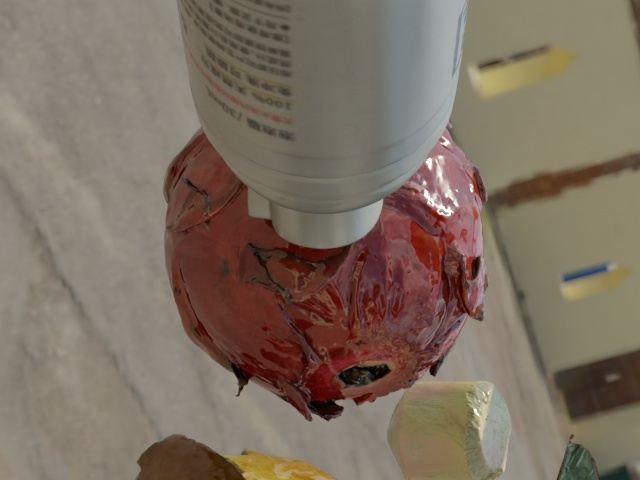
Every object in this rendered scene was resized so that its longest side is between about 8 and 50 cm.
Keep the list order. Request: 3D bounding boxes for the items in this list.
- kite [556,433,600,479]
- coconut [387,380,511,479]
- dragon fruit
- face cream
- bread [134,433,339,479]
[{"bbox_3d":[0.304,0.351,1.605,0.323,0.267,0.013,57,-13,-27],"label":"kite"},{"bbox_3d":[0.125,0.200,1.513,0.116,0.122,0.116,18,69,-58],"label":"coconut"},{"bbox_3d":[0.004,-0.007,1.035,0.252,0.241,0.241,58,6,13],"label":"dragon fruit"},{"bbox_3d":[0.003,-0.098,0.760,0.370,0.145,0.145,87,-7,-63],"label":"face cream"},{"bbox_3d":[-0.030,0.309,0.995,0.194,0.179,0.340,7,86,-46],"label":"bread"}]
